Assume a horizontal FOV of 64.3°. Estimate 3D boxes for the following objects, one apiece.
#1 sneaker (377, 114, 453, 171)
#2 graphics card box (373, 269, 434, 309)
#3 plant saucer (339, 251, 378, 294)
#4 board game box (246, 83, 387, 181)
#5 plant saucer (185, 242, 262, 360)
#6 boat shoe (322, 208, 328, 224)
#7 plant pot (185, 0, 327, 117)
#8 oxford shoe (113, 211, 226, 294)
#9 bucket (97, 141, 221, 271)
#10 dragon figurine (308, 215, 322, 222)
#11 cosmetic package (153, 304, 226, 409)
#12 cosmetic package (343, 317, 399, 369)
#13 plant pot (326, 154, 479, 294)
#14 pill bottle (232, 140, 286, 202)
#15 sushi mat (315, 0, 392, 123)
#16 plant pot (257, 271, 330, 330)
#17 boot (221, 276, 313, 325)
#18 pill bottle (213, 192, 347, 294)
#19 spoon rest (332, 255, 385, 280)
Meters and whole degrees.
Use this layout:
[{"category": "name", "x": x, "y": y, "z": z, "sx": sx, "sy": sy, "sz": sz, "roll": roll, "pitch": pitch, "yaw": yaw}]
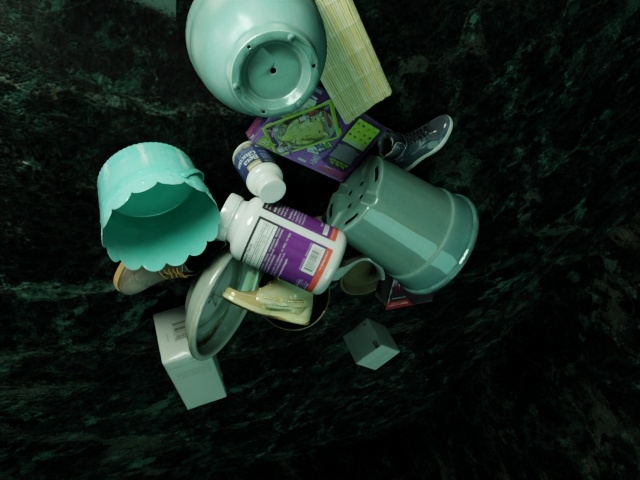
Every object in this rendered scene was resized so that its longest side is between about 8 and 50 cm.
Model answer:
[{"category": "sneaker", "x": 0.269, "y": -0.299, "z": 1.478, "sx": 0.226, "sy": 0.086, "sz": 0.163, "roll": -43, "pitch": 144, "yaw": 19}, {"category": "graphics card box", "x": 0.344, "y": 0.070, "z": 1.878, "sx": 0.232, "sy": 0.094, "sz": 0.371, "roll": -5, "pitch": 119, "yaw": -28}, {"category": "plant saucer", "x": 0.195, "y": 0.104, "z": 1.943, "sx": 0.277, "sy": 0.041, "sz": 0.278, "roll": -18, "pitch": 142, "yaw": -14}, {"category": "board game box", "x": -0.001, "y": -0.290, "z": 1.346, "sx": 0.346, "sy": 0.056, "sz": 0.208, "roll": 18, "pitch": 119, "yaw": -45}, {"category": "plant saucer", "x": -0.299, "y": 0.152, "z": 1.511, "sx": 0.401, "sy": 0.100, "sz": 0.401, "roll": -61, "pitch": 167, "yaw": -24}, {"category": "boat shoe", "x": 0.000, "y": 0.000, "z": 1.646, "sx": 0.092, "sy": 0.103, "sz": 0.285, "roll": 15, "pitch": 121, "yaw": -37}, {"category": "plant pot", "x": -0.111, "y": -0.368, "z": 1.019, "sx": 0.292, "sy": 0.196, "sz": 0.293, "roll": -11, "pitch": 134, "yaw": -12}, {"category": "oxford shoe", "x": -0.415, "y": 0.054, "z": 1.397, "sx": 0.363, "sy": 0.133, "sz": 0.130, "roll": -36, "pitch": 143, "yaw": 9}, {"category": "bucket", "x": -0.390, "y": -0.083, "z": 1.213, "sx": 0.280, "sy": 0.183, "sz": 0.281, "roll": -18, "pitch": 143, "yaw": -14}, {"category": "dragon figurine", "x": -0.036, "y": 0.001, "z": 1.533, "sx": 0.085, "sy": 0.289, "sz": 0.144, "roll": -10, "pitch": 96, "yaw": -27}, {"category": "cosmetic package", "x": -0.436, "y": 0.400, "z": 1.738, "sx": 0.155, "sy": 0.197, "sz": 0.366, "roll": -16, "pitch": 140, "yaw": -14}, {"category": "cosmetic package", "x": 0.230, "y": 0.469, "z": 2.300, "sx": 0.151, "sy": 0.151, "sz": 0.183, "roll": -41, "pitch": 141, "yaw": 15}, {"category": "plant pot", "x": 0.220, "y": -0.063, "z": 1.500, "sx": 0.334, "sy": 0.341, "sz": 0.341, "roll": 29, "pitch": 117, "yaw": -24}, {"category": "pill bottle", "x": -0.150, "y": -0.170, "z": 1.275, "sx": 0.094, "sy": 0.169, "sz": 0.094, "roll": -19, "pitch": 137, "yaw": -18}, {"category": "sushi mat", "x": 0.056, "y": -0.429, "z": 1.197, "sx": 0.151, "sy": 0.019, "sz": 0.317, "roll": -36, "pitch": 135, "yaw": 2}, {"category": "plant pot", "x": -0.091, "y": 0.165, "z": 1.605, "sx": 0.215, "sy": 0.216, "sz": 0.230, "roll": -24, "pitch": 178, "yaw": -8}, {"category": "boot", "x": -0.128, "y": 0.113, "z": 1.432, "sx": 0.261, "sy": 0.095, "sz": 0.204, "roll": 18, "pitch": 84, "yaw": -15}, {"category": "pill bottle", "x": -0.105, "y": 0.000, "z": 1.320, "sx": 0.322, "sy": 0.182, "sz": 0.182, "roll": 25, "pitch": 126, "yaw": -4}, {"category": "spoon rest", "x": 0.092, "y": 0.095, "z": 1.782, "sx": 0.276, "sy": 0.137, "sz": 0.084, "roll": 3, "pitch": 93, "yaw": -19}]
